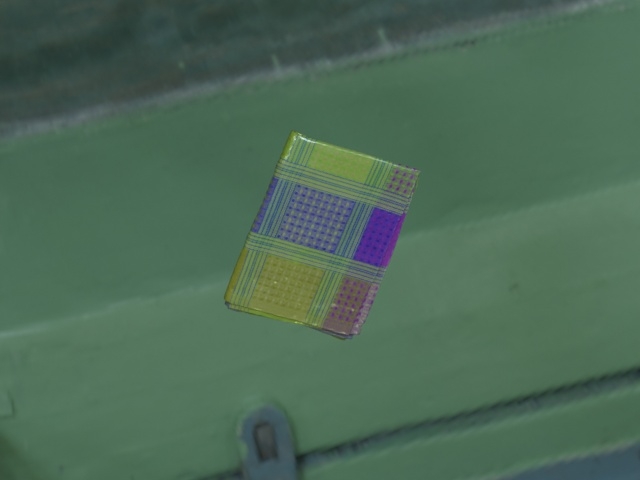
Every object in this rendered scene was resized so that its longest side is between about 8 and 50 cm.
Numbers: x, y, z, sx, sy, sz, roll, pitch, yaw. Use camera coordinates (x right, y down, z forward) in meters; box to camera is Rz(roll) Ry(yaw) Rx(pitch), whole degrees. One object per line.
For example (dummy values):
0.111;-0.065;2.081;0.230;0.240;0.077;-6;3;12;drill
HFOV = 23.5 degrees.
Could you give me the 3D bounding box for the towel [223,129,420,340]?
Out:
0.000;0.000;0.621;0.060;0.009;0.083;15;112;-14;towel
